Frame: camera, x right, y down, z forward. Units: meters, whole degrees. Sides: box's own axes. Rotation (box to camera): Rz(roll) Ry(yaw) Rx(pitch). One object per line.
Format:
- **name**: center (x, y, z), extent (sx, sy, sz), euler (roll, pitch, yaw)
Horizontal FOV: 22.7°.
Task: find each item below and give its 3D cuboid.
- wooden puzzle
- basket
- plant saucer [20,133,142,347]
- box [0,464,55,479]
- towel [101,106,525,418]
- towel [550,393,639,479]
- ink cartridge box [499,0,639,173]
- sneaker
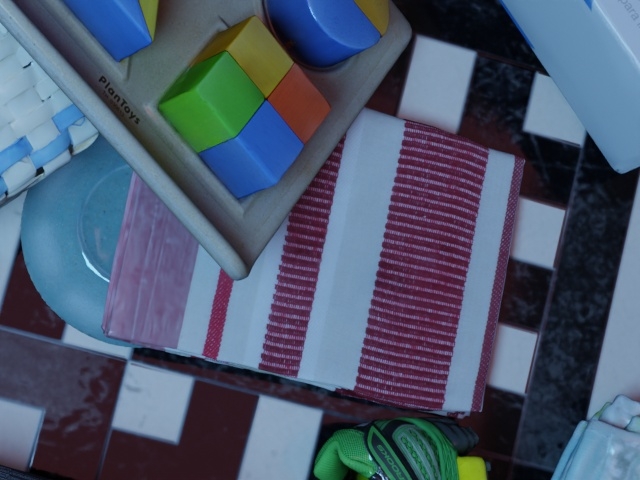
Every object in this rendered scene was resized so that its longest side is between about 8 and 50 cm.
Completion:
- **wooden puzzle**: center (-0.075, -0.194, 1.189), extent (0.322, 0.080, 0.348), euler (49, 46, -19)
- **basket**: center (-0.315, -0.148, 1.184), extent (0.201, 0.254, 0.289), euler (-46, 106, -26)
- **plant saucer**: center (-0.146, -0.010, 1.296), extent (0.195, 0.037, 0.195), euler (1, 84, -9)
- **box**: center (-0.323, 0.295, 1.094), extent (0.395, 0.097, 0.318), euler (17, 93, -7)
- **towel**: center (0.000, 0.000, 1.299), extent (0.329, 0.037, 0.237), euler (15, 79, -19)
- **towel**: center (0.296, 0.354, 1.299), extent (0.320, 0.090, 0.374), euler (25, 81, -5)
- **ink cartridge box**: center (0.350, -0.289, 1.350), extent (0.395, 0.166, 0.285), euler (-35, 90, -13)
- **sneaker**: center (0.045, 0.306, 1.224), extent (0.146, 0.134, 0.344), euler (8, 72, -35)
